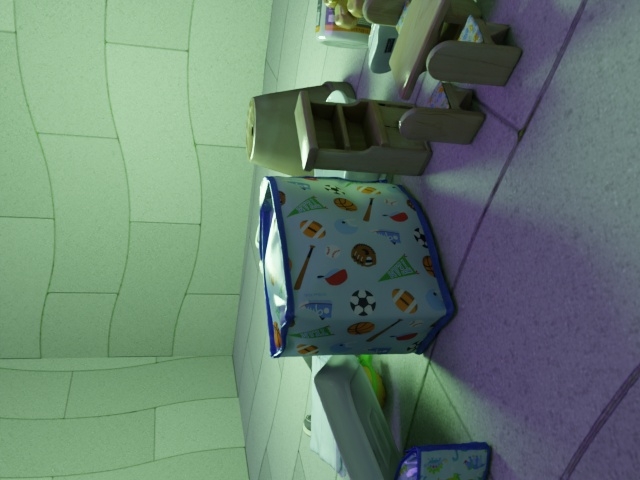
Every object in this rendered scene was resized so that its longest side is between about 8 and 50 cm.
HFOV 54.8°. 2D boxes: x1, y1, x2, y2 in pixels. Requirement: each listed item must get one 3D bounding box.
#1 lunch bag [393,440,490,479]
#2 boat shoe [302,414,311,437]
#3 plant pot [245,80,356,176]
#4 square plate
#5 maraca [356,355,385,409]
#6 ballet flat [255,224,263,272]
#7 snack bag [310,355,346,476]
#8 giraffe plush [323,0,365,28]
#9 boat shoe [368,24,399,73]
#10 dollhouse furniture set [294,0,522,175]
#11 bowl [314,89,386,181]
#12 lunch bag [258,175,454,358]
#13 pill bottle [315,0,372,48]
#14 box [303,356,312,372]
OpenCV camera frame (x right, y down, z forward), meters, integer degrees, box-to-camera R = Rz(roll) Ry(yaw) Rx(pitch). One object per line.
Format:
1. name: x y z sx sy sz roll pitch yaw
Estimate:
1. lunch bag: 0.199 0.388 1.020 0.096 0.129 0.151 -108 23 -53
2. boat shoe: 0.030 0.512 1.709 0.285 0.103 0.092 170 106 -71
3. plant pot: -0.069 -0.314 1.824 0.323 0.281 0.323 -179 90 -75
4. square plate: 0.095 0.384 1.182 0.344 0.049 0.347 5 -118 -81
5. maraca: 0.100 0.346 1.457 0.185 0.099 0.127 -91 26 -43
6. ballet flat: -0.145 0.033 2.246 0.164 0.182 0.482 113 154 -52
7. snack bag: 0.012 0.381 1.525 0.342 0.037 0.322 145 126 -75
8. giraffe plush: 0.115 -0.597 1.406 0.181 0.171 0.210 -28 72 57
9. boat shoe: 0.153 -0.483 1.365 0.258 0.095 0.084 121 143 -60
10. dollhouse furniture set: 0.121 -0.319 1.153 0.394 0.257 0.362 110 156 -50
11. bowl: 0.085 -0.209 1.510 0.298 0.134 0.297 -177 90 -75
12. lunch bag: 0.047 0.033 1.260 0.239 0.328 0.385 113 152 -52
13. pill bottle: 0.075 -0.632 1.547 0.162 0.162 0.278 -141 55 -71
14. box: -0.051 0.249 1.786 0.275 0.094 0.113 62 174 -18
